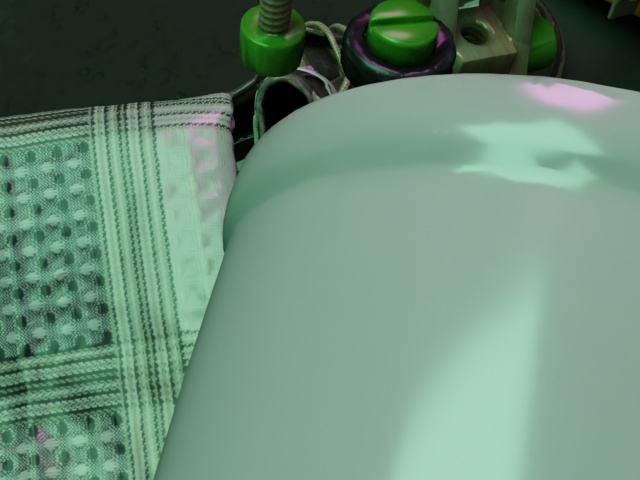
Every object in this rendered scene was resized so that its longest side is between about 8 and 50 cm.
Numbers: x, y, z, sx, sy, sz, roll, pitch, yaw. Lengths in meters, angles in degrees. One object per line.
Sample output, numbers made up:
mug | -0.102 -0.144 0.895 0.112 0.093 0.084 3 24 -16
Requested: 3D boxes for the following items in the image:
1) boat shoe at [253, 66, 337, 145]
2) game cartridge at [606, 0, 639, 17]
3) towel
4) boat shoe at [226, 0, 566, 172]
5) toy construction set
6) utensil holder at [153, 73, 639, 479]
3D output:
boat shoe | 0.000 0.000 0.689 0.078 0.070 0.219 -16 99 9
game cartridge | 0.237 -0.292 0.692 0.053 0.323 0.285 -23 43 -25
towel | -0.188 0.075 0.661 0.312 0.056 0.324 -7 76 -1
boat shoe | 0.011 -0.079 0.771 0.355 0.130 0.132 -31 53 0
toy construction set | 0.139 -0.082 0.675 0.257 0.237 0.309 36 57 18
utensil holder | 0.069 0.180 0.466 0.328 0.327 0.385 4 63 23
